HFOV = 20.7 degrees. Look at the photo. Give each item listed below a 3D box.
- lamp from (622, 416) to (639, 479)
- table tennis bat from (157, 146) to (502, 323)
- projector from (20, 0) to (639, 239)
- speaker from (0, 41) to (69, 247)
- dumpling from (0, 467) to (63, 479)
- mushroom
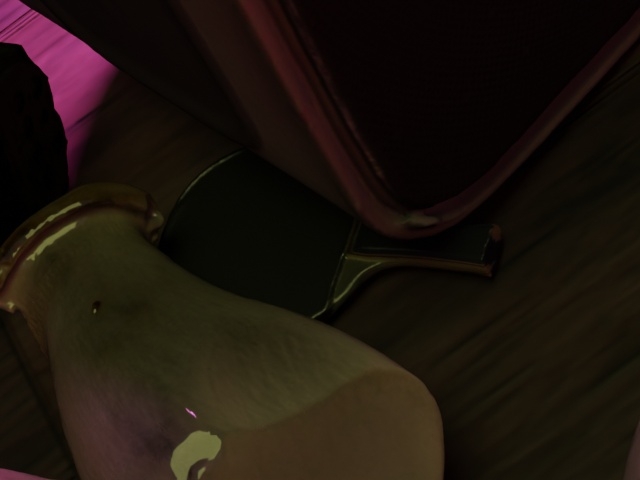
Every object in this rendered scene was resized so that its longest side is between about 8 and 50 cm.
[{"bbox_3d":[0.129,0.082,0.563,0.193,0.106,0.106,-41,51,12],"label":"lamp"},{"bbox_3d":[0.000,0.000,0.723,0.158,0.014,0.095,4,63,30],"label":"table tennis bat"},{"bbox_3d":[-0.006,-0.184,0.684,0.248,0.248,0.249,-47,52,-13],"label":"projector"},{"bbox_3d":[-0.273,-0.064,0.850,0.329,0.198,0.259,0,22,10],"label":"speaker"},{"bbox_3d":[-0.149,0.158,0.638,0.181,0.111,0.155,-32,48,12],"label":"dumpling"},{"bbox_3d":[-0.053,0.062,0.672,0.116,0.093,0.225,-44,43,-17],"label":"mushroom"}]
